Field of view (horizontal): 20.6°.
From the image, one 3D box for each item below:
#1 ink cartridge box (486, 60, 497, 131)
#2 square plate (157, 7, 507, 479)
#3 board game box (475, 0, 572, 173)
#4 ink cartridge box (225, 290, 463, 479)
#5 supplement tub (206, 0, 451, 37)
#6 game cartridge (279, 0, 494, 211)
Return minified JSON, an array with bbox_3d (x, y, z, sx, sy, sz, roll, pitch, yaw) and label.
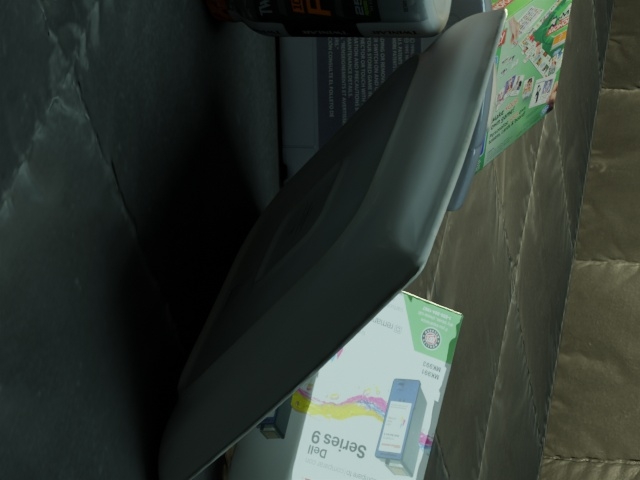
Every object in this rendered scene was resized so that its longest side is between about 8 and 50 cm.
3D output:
[{"bbox_3d":[0.083,-0.197,1.752,0.218,0.159,0.092,67,29,-57],"label":"ink cartridge box"},{"bbox_3d":[0.000,0.000,1.380,0.344,0.049,0.347,-44,-165,38],"label":"square plate"},{"bbox_3d":[0.208,-0.194,2.139,0.317,0.046,0.213,-38,143,-44],"label":"board game box"},{"bbox_3d":[0.022,0.143,1.551,0.154,0.093,0.212,23,79,-35],"label":"ink cartridge box"},{"bbox_3d":[0.007,-0.223,1.426,0.117,0.190,0.117,2,90,-74],"label":"supplement tub"},{"bbox_3d":[0.060,-0.174,1.612,0.060,0.196,0.294,-37,128,-69],"label":"game cartridge"}]
